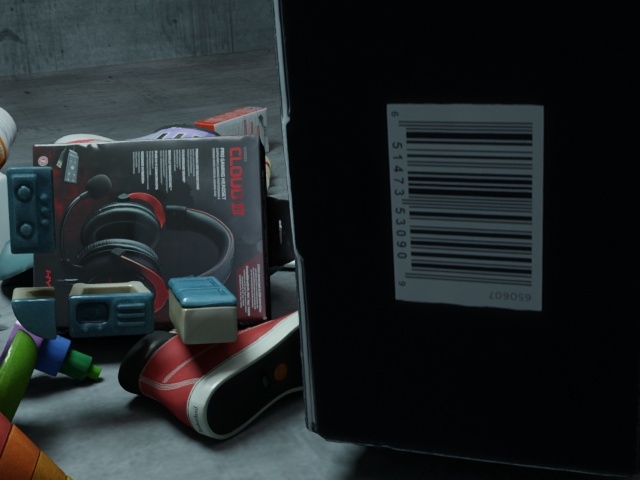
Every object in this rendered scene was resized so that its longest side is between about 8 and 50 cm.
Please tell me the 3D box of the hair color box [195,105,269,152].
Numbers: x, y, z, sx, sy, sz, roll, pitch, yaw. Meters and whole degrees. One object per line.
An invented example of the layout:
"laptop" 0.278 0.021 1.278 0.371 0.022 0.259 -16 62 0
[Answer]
"hair color box" -0.171 -0.201 1.927 0.053 0.093 0.167 11 23 33

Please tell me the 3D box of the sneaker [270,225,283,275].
"sneaker" -0.186 0.019 1.300 0.302 0.108 0.121 1 19 35

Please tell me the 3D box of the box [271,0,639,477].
"box" 0.183 -0.117 0.939 0.297 0.480 0.472 3 22 19

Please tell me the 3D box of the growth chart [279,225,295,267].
"growth chart" 0.000 0.000 1.445 0.172 0.021 0.237 1 19 12

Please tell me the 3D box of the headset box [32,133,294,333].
"headset box" -0.178 -0.005 1.154 0.293 0.218 0.110 -2 -8 0

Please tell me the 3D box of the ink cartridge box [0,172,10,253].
"ink cartridge box" -0.635 -0.032 1.446 0.307 0.129 0.223 -15 23 -33

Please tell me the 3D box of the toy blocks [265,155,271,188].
"toy blocks" -0.150 -0.123 1.758 0.123 0.054 0.148 -2 19 0

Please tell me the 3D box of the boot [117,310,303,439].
"boot" -0.086 0.110 1.050 0.244 0.088 0.176 -24 27 -39

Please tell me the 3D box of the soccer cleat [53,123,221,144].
"soccer cleat" -0.326 -0.137 1.783 0.318 0.109 0.116 -4 40 -10

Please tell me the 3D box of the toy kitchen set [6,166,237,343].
"toy kitchen set" -0.192 0.011 0.949 0.207 0.166 0.122 -2 9 -16

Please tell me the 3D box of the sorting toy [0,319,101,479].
"sorting toy" -0.257 0.172 0.919 0.126 0.127 0.365 24 12 -14

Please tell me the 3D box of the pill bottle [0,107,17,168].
"pill bottle" -0.617 -0.147 1.706 0.121 0.121 0.216 3 37 15

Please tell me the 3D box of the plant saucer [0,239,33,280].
"plant saucer" -0.312 -0.041 1.363 0.317 0.044 0.317 -27 11 5
